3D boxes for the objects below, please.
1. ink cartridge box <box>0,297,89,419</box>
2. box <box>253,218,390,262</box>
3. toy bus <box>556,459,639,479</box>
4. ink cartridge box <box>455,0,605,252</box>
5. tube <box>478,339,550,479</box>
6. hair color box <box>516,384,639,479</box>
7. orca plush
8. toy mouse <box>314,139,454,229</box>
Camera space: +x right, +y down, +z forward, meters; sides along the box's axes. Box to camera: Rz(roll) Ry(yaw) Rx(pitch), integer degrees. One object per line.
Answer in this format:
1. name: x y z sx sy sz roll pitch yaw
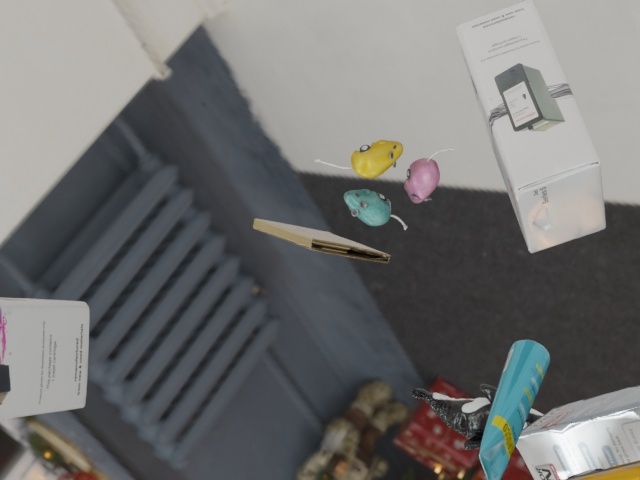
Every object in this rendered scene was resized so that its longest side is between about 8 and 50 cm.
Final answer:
1. ink cartridge box: -0.390 0.112 1.028 0.201 0.117 0.278 1 177 26
2. box: 0.000 0.000 1.852 0.164 0.021 0.201 10 -175 -33
3. toy bus: 0.263 0.351 1.285 0.333 0.108 0.130 -20 166 24
4. ink cartridge box: 0.286 -0.150 1.441 0.115 0.272 0.198 -19 151 9
5. tube: 0.228 0.209 1.296 0.052 0.207 0.080 -2 128 31
6. hair color box: 0.459 0.297 1.462 0.374 0.114 0.185 -30 85 51
7. orca plush: 0.302 0.361 2.113 0.287 0.102 0.151 20 137 28
8. toy mouse: 0.088 -0.056 1.262 0.161 0.031 0.143 -17 130 1
